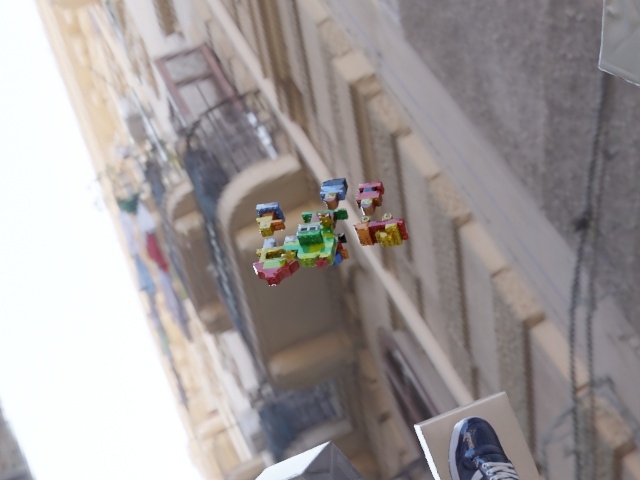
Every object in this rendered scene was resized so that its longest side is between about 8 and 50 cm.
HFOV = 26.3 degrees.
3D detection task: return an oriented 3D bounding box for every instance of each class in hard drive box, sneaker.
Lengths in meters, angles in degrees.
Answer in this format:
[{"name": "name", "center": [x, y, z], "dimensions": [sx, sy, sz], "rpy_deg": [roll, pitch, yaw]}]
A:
[{"name": "hard drive box", "center": [-0.005, 0.450, 2.290], "dimensions": [0.089, 0.181, 0.232], "rpy_deg": [-44, 5, -35]}, {"name": "sneaker", "center": [0.273, 0.376, 1.999], "dimensions": [0.099, 0.282, 0.153], "rpy_deg": [2, -26, -23]}]

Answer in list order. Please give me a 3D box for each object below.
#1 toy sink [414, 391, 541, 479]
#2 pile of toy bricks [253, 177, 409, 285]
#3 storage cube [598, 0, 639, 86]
[{"name": "toy sink", "center": [0.267, 0.382, 2.227], "dimensions": [0.153, 0.234, 0.131], "rpy_deg": [-22, -7, -3]}, {"name": "pile of toy bricks", "center": [0.000, 0.000, 1.801], "dimensions": [0.212, 0.105, 0.118], "rpy_deg": [-8, -50, 18]}, {"name": "storage cube", "center": [0.515, -0.309, 1.862], "dimensions": [0.193, 0.215, 0.183], "rpy_deg": [-14, -61, -22]}]
